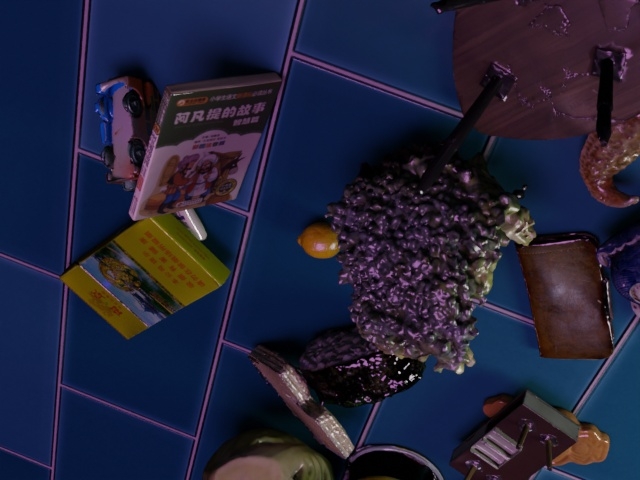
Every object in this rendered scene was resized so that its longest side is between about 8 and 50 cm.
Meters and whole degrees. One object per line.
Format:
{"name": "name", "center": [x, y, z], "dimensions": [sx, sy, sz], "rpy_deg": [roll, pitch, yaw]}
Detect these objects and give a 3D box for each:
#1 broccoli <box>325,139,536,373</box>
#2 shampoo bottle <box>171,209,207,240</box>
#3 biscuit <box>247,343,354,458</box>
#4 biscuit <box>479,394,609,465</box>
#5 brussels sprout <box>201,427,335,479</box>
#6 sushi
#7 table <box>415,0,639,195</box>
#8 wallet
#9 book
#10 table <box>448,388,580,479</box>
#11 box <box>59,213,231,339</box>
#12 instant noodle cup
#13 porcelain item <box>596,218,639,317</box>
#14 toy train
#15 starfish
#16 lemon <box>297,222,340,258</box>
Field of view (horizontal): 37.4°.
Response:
{"name": "broccoli", "center": [0.191, 0.023, 1.426], "dimensions": [0.293, 0.281, 0.348], "rpy_deg": [-24, 75, 25]}
{"name": "shampoo bottle", "center": [-0.246, -0.059, 1.665], "dimensions": [0.049, 0.034, 0.141], "rpy_deg": [1, 127, 29]}
{"name": "biscuit", "center": [-0.036, 0.310, 1.822], "dimensions": [0.250, 0.046, 0.147], "rpy_deg": [56, 161, -23]}
{"name": "biscuit", "center": [0.413, 0.361, 1.753], "dimensions": [0.236, 0.040, 0.144], "rpy_deg": [14, 135, 13]}
{"name": "brussels sprout", "center": [-0.112, 0.524, 1.894], "dimensions": [0.281, 0.289, 0.354], "rpy_deg": [16, 158, 17]}
{"name": "sushi", "center": [0.077, 0.226, 1.708], "dimensions": [0.225, 0.124, 0.127], "rpy_deg": [-17, 117, 29]}
{"name": "table", "center": [0.237, -0.220, 1.184], "dimensions": [0.317, 0.249, 0.317], "rpy_deg": [18, 129, 24]}
{"name": "wallet", "center": [0.407, 0.098, 1.548], "dimensions": [0.137, 0.031, 0.255], "rpy_deg": [-4, 125, 22]}
{"name": "book", "center": [-0.183, -0.146, 1.482], "dimensions": [0.027, 0.202, 0.264], "rpy_deg": [53, 137, 27]}
{"name": "table", "center": [0.341, 0.397, 1.714], "dimensions": [0.121, 0.111, 0.240], "rpy_deg": [34, 131, -2]}
{"name": "box", "center": [-0.334, 0.065, 1.764], "dimensions": [0.187, 0.047, 0.335], "rpy_deg": [45, 135, -17]}
{"name": "instant noodle cup", "center": [0.127, 0.559, 1.880], "dimensions": [0.215, 0.236, 0.215], "rpy_deg": [9, 127, 13]}
{"name": "porcelain item", "center": [0.543, 0.080, 1.432], "dimensions": [0.288, 0.138, 0.186], "rpy_deg": [37, 147, -16]}
{"name": "toy train", "center": [-0.304, -0.170, 1.518], "dimensions": [0.072, 0.099, 0.188], "rpy_deg": [-9, 87, 22]}
{"name": "starfish", "center": [0.539, -0.189, 1.247], "dimensions": [0.432, 0.082, 0.324], "rpy_deg": [-11, 118, 25]}
{"name": "lemon", "center": [0.000, 0.000, 1.600], "dimensions": [0.083, 0.062, 0.062], "rpy_deg": [1, 127, 18]}
